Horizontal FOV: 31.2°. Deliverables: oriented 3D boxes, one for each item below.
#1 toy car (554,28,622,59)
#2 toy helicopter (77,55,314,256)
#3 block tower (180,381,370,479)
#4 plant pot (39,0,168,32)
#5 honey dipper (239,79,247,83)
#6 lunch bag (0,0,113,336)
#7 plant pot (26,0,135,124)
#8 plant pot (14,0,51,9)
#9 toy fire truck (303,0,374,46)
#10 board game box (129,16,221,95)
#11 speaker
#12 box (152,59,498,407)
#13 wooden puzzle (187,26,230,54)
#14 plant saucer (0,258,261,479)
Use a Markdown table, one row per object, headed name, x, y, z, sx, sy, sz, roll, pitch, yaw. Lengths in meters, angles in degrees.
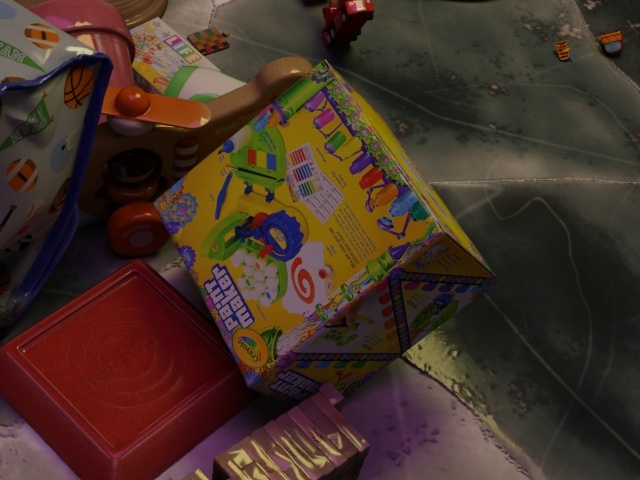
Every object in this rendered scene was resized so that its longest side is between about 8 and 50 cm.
| name | x | y | z | sx | sy | sz | roll | pitch | yaw |
| --- | --- | --- | --- | --- | --- | --- | --- | --- | --- |
| toy car | 0.444 | -0.317 | 1.886 | 0.122 | 0.060 | 0.040 | -13 | 96 | 1 |
| toy helicopter | -0.171 | -0.144 | 1.441 | 0.355 | 0.235 | 0.140 | -26 | 55 | 5 |
| block tower | -0.092 | 0.289 | 1.246 | 0.335 | 0.091 | 0.097 | -31 | 62 | -29 |
| plant pot | -0.355 | -0.422 | 1.789 | 0.237 | 0.109 | 0.237 | 5 | 50 | -6 |
| honey dipper | -0.046 | -0.206 | 1.708 | 0.161 | 0.030 | 0.030 | 13 | 50 | 0 |
| lunch bag | -0.450 | -0.110 | 1.342 | 0.328 | 0.385 | 0.239 | 33 | 33 | 19 |
| plant pot | -0.333 | -0.202 | 1.565 | 0.201 | 0.201 | 0.180 | -17 | 70 | -21 |
| plant pot | -0.570 | -0.398 | 1.672 | 0.274 | 0.256 | 0.256 | 18 | 48 | 28 |
| toy fire truck | 0.025 | -0.379 | 1.793 | 0.047 | 0.192 | 0.135 | -12 | 82 | -17 |
| board game box | -0.239 | -0.269 | 1.731 | 0.103 | 0.026 | 0.154 | -33 | 62 | -31 |
| speaker | -0.070 | -0.139 | 1.580 | 0.297 | 0.131 | 0.131 | 23 | 51 | 10 |
| box | 0.000 | 0.000 | 1.362 | 0.279 | 0.177 | 0.290 | -38 | 57 | 11 |
| wooden puzzle | -0.176 | -0.311 | 1.789 | 0.083 | 0.006 | 0.049 | -23 | 57 | -25 |
| plant saucer | -0.232 | 0.148 | 1.371 | 0.259 | 0.047 | 0.258 | 40 | 56 | 22 |
